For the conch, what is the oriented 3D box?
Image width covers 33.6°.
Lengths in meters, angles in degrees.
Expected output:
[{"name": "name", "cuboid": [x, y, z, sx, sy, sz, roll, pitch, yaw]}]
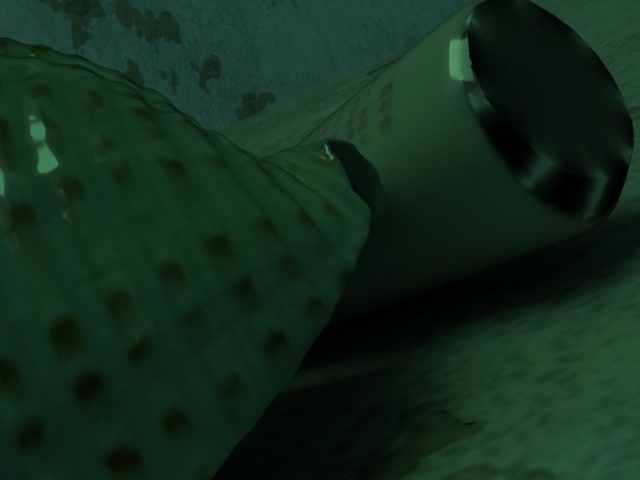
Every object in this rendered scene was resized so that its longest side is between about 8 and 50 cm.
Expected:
[{"name": "conch", "cuboid": [-0.153, 0.022, 0.440, 0.319, 0.215, 0.303, -37, 25, 17]}]

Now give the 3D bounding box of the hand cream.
[{"name": "hand cream", "cuboid": [0.000, 0.000, 0.591, 0.358, 0.118, 0.185, -30, 11, 44]}]
